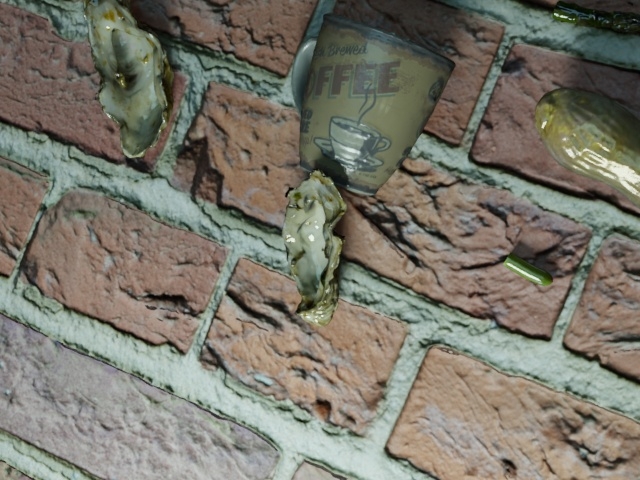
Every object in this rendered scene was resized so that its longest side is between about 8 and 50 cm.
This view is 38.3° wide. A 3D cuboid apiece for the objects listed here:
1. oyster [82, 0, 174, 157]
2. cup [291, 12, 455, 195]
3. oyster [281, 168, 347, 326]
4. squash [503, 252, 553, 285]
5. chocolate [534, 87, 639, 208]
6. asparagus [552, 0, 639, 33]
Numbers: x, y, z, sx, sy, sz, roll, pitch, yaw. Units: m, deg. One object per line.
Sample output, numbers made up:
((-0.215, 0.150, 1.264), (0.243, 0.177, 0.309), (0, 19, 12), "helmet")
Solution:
((-0.350, -0.330, 1.684), (0.166, 0.110, 0.341), (-29, 84, 18), "oyster")
((0.042, -0.230, 1.535), (0.301, 0.227, 0.257), (32, 102, 43), "cup")
((0.006, 0.003, 1.531), (0.094, 0.294, 0.166), (-12, 55, -24), "oyster")
((0.344, 0.051, 1.522), (0.083, 0.027, 0.027), (30, 96, 14), "squash")
((0.473, -0.133, 1.445), (0.309, 0.134, 0.134), (33, 97, 10), "chocolate")
((0.463, -0.362, 1.503), (0.165, 0.030, 0.036), (12, 81, 16), "asparagus")
